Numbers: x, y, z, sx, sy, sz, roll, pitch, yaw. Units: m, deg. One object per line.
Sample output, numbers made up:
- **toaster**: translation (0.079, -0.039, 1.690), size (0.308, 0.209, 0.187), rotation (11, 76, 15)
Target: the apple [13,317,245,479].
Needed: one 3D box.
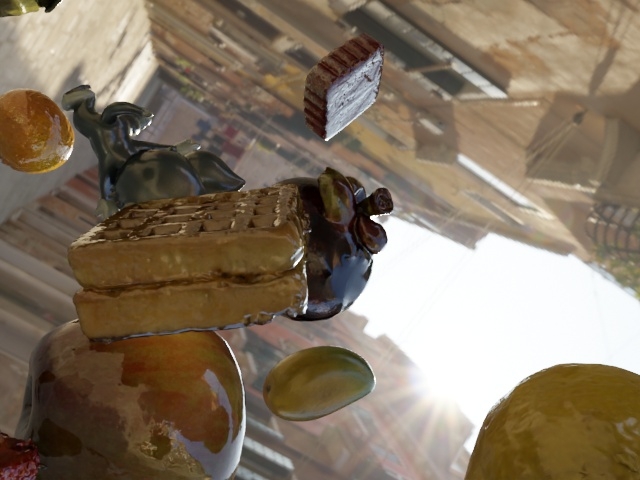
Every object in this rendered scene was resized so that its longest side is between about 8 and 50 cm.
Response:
- **apple**: translation (-0.215, 0.198, 0.838), size (0.257, 0.234, 0.257), rotation (-38, -135, 50)

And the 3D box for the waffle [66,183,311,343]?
- **waffle**: translation (-0.121, 0.006, 0.799), size (0.328, 0.224, 0.098), rotation (-94, 180, -76)

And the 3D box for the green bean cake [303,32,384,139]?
- **green bean cake**: translation (0.033, -0.234, 1.124), size (0.135, 0.056, 0.136), rotation (-43, 160, -22)

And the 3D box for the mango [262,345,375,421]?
- **mango**: translation (0.000, 0.241, 1.247), size (0.092, 0.194, 0.130), rotation (-134, -132, -65)

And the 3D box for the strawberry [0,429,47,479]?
- **strawberry**: translation (-0.329, 0.201, 0.680), size (0.104, 0.152, 0.048), rotation (30, -75, 55)

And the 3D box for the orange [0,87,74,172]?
- **orange**: translation (-0.583, -0.219, 1.488), size (0.155, 0.177, 0.177), rotation (-39, -175, -28)

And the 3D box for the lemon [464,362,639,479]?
- **lemon**: translation (0.263, 0.249, 0.715), size (0.245, 0.245, 0.320), rotation (-51, 175, 26)

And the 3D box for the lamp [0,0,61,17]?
- **lamp**: translation (-0.332, -0.374, 0.753), size (0.284, 0.250, 0.250), rotation (-56, -166, -5)

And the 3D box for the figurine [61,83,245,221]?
- **figurine**: translation (-0.248, -0.119, 1.062), size (0.193, 0.265, 0.140), rotation (-34, -169, -29)

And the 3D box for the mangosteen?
- **mangosteen**: translation (0.000, 0.000, 1.120), size (0.265, 0.228, 0.228), rotation (-35, -157, 22)
